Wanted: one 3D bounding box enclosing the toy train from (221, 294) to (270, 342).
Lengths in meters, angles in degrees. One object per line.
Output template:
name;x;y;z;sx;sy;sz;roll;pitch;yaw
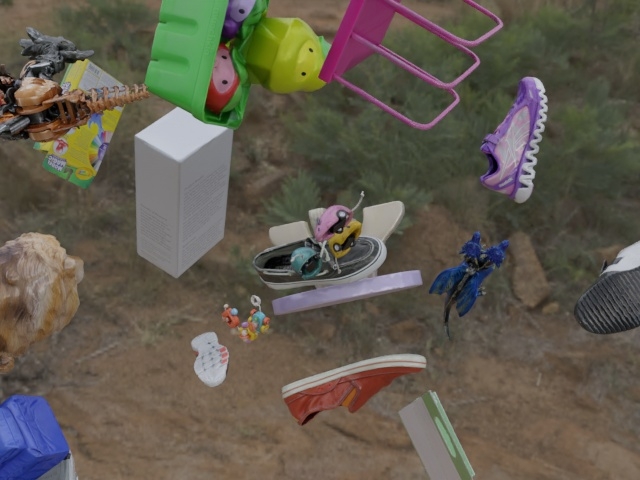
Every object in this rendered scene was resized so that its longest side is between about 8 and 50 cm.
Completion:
toy train;-0.210;0.217;2.116;0.046;0.125;0.166;-30;-1;-45

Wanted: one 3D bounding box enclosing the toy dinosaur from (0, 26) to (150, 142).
toy dinosaur;-0.430;-0.205;1.211;0.322;0.164;0.218;13;32;-5

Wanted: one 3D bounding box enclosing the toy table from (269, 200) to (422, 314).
toy table;0.034;0.031;1.416;0.274;0.160;0.252;-11;-6;4

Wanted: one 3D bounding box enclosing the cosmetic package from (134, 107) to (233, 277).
cosmetic package;-0.388;-0.137;2.204;0.161;0.453;0.230;30;47;17

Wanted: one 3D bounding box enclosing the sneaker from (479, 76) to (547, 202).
sneaker;0.358;-0.193;1.476;0.105;0.236;0.095;9;7;1

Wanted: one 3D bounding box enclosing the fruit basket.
fruit basket;-0.150;-0.417;1.694;0.392;0.392;0.283;11;6;12

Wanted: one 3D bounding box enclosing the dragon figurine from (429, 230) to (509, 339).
dragon figurine;0.266;0.084;1.481;0.085;0.289;0.144;38;33;15

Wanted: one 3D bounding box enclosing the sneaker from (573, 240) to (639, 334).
sneaker;0.639;0.083;1.608;0.331;0.122;0.146;-31;5;-12

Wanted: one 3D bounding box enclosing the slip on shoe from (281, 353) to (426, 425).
slip on shoe;0.076;0.314;1.675;0.331;0.101;0.123;-21;-14;16

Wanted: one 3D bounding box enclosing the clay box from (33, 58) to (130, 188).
clay box;-0.463;-0.223;1.512;0.053;0.222;0.127;16;-10;32

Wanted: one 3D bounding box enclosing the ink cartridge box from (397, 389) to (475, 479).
ink cartridge box;0.226;0.365;1.447;0.056;0.235;0.171;-20;73;-18

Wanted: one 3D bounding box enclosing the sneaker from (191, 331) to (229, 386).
sneaker;-0.178;0.212;1.324;0.061;0.064;0.158;-20;23;-5

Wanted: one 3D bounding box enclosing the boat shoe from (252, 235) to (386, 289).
boat shoe;-0.003;0.031;1.285;0.219;0.070;0.077;-13;60;12

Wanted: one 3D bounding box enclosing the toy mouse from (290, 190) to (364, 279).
toy mouse;0.000;0.000;1.030;0.143;0.161;0.031;-22;58;-45

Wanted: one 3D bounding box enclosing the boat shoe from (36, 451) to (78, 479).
boat shoe;-0.374;0.422;1.084;0.118;0.103;0.320;-20;39;-5

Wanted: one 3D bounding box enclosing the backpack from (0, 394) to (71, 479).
backpack;-0.391;0.255;0.958;0.098;0.120;0.101;57;13;27

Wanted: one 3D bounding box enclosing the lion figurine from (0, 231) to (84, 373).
lion figurine;-0.494;0.065;0.984;0.392;0.240;0.142;14;33;2

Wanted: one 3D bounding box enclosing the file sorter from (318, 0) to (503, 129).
file sorter;0.163;-0.332;1.095;0.182;0.290;0.202;33;36;9
